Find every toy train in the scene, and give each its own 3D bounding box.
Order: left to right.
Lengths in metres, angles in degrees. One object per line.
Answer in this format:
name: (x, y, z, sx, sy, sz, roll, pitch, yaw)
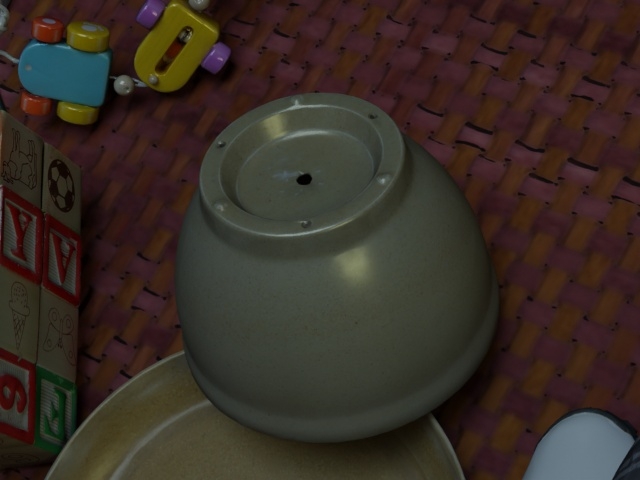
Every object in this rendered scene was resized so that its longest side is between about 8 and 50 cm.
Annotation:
toy train: (-0.119, -0.140, 0.855, 0.166, 0.125, 0.046, -24, 22, 13)

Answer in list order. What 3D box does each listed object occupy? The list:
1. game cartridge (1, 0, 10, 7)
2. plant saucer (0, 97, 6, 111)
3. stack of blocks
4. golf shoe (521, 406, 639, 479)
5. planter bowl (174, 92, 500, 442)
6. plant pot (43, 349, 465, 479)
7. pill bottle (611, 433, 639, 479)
game cartridge: (-0.221, -0.174, 0.958, 0.056, 0.017, 0.083, 2, 66, 26)
plant saucer: (-0.215, -0.048, 0.891, 0.067, 0.018, 0.192, -29, 57, 5)
stack of blocks: (-0.283, 0.046, 0.812, 0.297, 0.087, 0.171, -10, 68, 18)
golf shoe: (0.099, 0.156, 0.624, 0.077, 0.094, 0.198, 5, 65, 24)
planter bowl: (0.000, 0.000, 0.703, 0.162, 0.109, 0.162, -8, 46, 8)
plant pot: (-0.037, 0.159, 0.710, 0.236, 0.032, 0.236, -8, 63, 16)
pill bottle: (0.163, 0.161, 0.518, 0.176, 0.176, 0.318, 19, 52, 28)
